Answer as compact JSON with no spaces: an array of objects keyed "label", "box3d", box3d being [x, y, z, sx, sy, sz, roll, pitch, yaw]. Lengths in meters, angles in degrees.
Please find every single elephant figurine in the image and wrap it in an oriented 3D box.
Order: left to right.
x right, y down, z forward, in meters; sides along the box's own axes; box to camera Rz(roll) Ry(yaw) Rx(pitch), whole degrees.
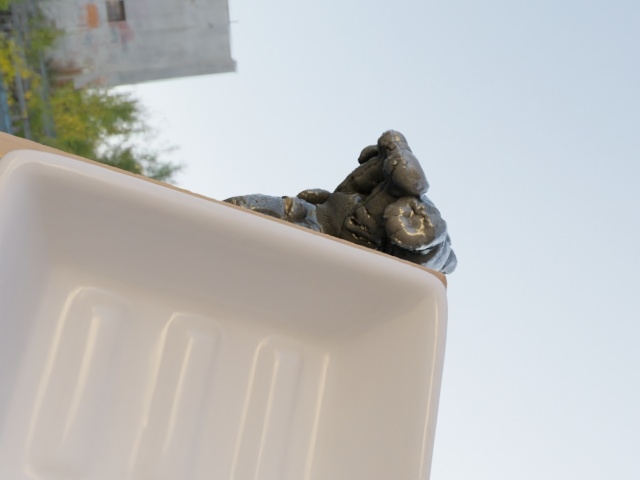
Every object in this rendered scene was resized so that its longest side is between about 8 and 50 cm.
[{"label":"elephant figurine","box3d":[0.000,0.000,0.797,0.169,0.240,0.186,-12,77,-85]}]

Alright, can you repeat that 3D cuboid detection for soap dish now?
[{"label":"soap dish","box3d":[-0.076,0.093,0.445,0.118,0.291,0.228,-27,-130,61]}]
